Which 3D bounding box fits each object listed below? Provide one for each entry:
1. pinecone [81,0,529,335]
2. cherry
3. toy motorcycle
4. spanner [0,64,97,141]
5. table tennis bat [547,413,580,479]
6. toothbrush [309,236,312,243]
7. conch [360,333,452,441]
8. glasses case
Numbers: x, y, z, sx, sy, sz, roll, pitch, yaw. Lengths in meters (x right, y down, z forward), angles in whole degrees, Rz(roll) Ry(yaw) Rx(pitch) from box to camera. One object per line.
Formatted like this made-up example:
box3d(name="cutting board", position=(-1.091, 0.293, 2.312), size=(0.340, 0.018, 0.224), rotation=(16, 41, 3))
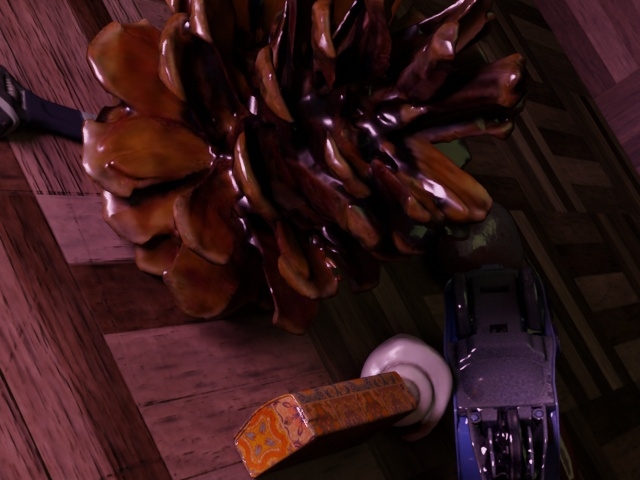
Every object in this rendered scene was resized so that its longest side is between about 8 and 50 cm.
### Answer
box3d(name="pinecone", position=(0.004, -0.109, 1.158), size=(0.384, 0.384, 0.384), rotation=(43, 26, -28))
box3d(name="cherry", position=(0.222, 0.032, 1.754), size=(0.188, 0.115, 0.148), rotation=(63, 4, 3))
box3d(name="toy motorcycle", position=(0.202, 0.176, 1.449), size=(0.358, 0.125, 0.212), rotation=(-86, 170, -51))
box3d(name="spanner", position=(-0.215, -0.108, 1.202), size=(0.316, 0.024, 0.087), rotation=(13, 42, -57))
box3d(name="table tennis bat", position=(0.310, 0.350, 1.543), size=(0.268, 0.051, 0.414), rotation=(45, 23, -56))
box3d(name="toothbrush", position=(0.000, 0.000, 1.481), size=(0.019, 0.016, 0.219), rotation=(57, 23, -2))
box3d(name="conch", position=(0.087, 0.149, 1.410), size=(0.104, 0.094, 0.176), rotation=(39, -1, -6))
box3d(name="glasses case", position=(0.008, 0.162, 1.211), size=(0.049, 0.075, 0.218), rotation=(61, 24, 14))
